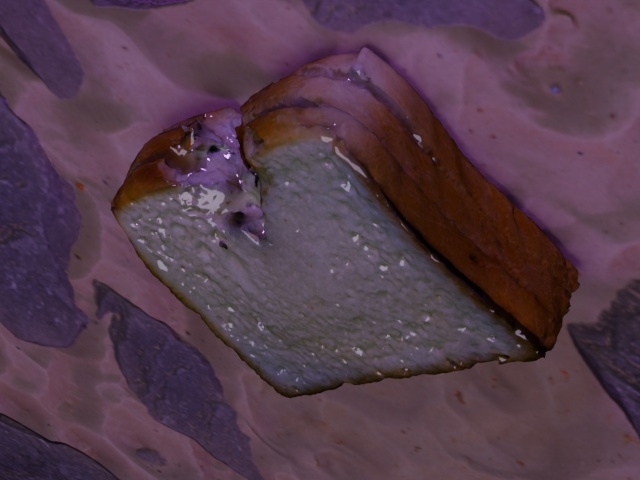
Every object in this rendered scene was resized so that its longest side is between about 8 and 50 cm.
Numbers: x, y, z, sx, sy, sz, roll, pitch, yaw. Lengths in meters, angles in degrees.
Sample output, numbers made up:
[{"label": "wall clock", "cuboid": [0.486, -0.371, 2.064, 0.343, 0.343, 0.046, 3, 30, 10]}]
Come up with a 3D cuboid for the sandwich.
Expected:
[{"label": "sandwich", "cuboid": [0.001, -0.001, 0.964, 0.273, 0.095, 0.249, -17, 126, 47]}]
